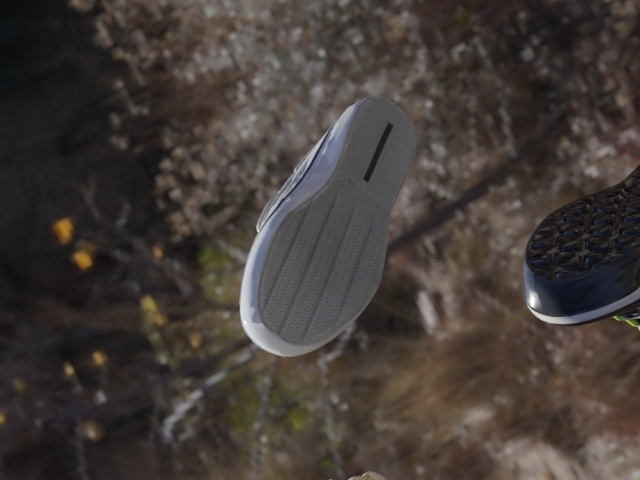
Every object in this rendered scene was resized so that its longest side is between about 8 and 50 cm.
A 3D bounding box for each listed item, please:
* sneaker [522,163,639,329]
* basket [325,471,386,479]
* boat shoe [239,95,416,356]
[{"bbox_3d":[0.179,0.015,0.799,0.084,0.235,0.097,-5,103,37],"label":"sneaker"},{"bbox_3d":[-0.092,0.338,0.968,0.328,0.331,0.266,1,-127,-48],"label":"basket"},{"bbox_3d":[0.000,0.000,1.079,0.083,0.226,0.076,43,137,-11],"label":"boat shoe"}]
